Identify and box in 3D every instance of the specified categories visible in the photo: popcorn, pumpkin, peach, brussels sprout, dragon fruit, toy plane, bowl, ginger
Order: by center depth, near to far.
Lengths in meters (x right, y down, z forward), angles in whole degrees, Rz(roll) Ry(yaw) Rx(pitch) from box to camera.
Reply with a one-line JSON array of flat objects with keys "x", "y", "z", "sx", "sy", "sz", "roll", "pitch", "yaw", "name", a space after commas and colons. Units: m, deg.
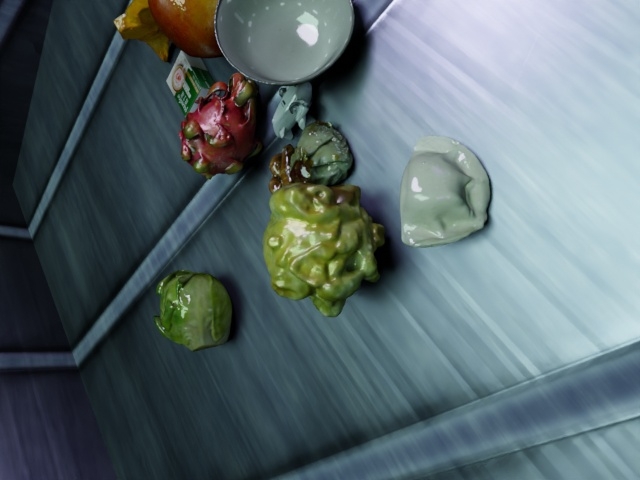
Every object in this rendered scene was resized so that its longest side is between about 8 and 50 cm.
[{"x": 0.009, "y": 0.015, "z": 1.028, "sx": 0.312, "sy": 0.312, "sz": 0.313, "roll": 2, "pitch": 93, "yaw": 42, "name": "popcorn"}, {"x": -0.084, "y": -0.516, "z": 1.121, "sx": 0.336, "sy": 0.157, "sz": 0.338, "roll": 0, "pitch": 82, "yaw": 3, "name": "bowl"}, {"x": -0.075, "y": -0.357, "z": 1.210, "sx": 0.174, "sy": 0.080, "sz": 0.174, "roll": -25, "pitch": 59, "yaw": 50, "name": "toy plane"}, {"x": -0.099, "y": -0.182, "z": 1.247, "sx": 0.103, "sy": 0.073, "sz": 0.162, "roll": -16, "pitch": 75, "yaw": 27, "name": "ginger"}, {"x": -0.296, "y": -0.337, "z": 1.308, "sx": 0.227, "sy": 0.242, "sz": 0.308, "roll": -159, "pitch": 65, "yaw": -79, "name": "dragon fruit"}, {"x": -0.352, "y": -0.698, "z": 1.314, "sx": 0.307, "sy": 0.307, "sz": 0.333, "roll": -38, "pitch": 80, "yaw": 36, "name": "peach"}, {"x": -0.420, "y": 0.223, "z": 1.453, "sx": 0.259, "sy": 0.227, "sz": 0.295, "roll": -37, "pitch": 75, "yaw": 52, "name": "brussels sprout"}, {"x": -0.567, "y": -0.740, "z": 1.521, "sx": 0.290, "sy": 0.258, "sz": 0.095, "roll": -27, "pitch": 88, "yaw": 35, "name": "pumpkin"}]

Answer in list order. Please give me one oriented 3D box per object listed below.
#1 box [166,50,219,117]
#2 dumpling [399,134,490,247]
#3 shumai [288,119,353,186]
[{"x": -0.443, "y": -0.533, "z": 1.531, "sx": 0.135, "sy": 0.081, "sz": 0.199, "roll": -47, "pitch": 60, "yaw": 32, "name": "box"}, {"x": 0.256, "y": -0.102, "z": 0.917, "sx": 0.179, "sy": 0.131, "sz": 0.252, "roll": 1, "pitch": 71, "yaw": 22, "name": "dumpling"}, {"x": -0.028, "y": -0.216, "z": 1.133, "sx": 0.184, "sy": 0.141, "sz": 0.184, "roll": 5, "pitch": 98, "yaw": 39, "name": "shumai"}]
